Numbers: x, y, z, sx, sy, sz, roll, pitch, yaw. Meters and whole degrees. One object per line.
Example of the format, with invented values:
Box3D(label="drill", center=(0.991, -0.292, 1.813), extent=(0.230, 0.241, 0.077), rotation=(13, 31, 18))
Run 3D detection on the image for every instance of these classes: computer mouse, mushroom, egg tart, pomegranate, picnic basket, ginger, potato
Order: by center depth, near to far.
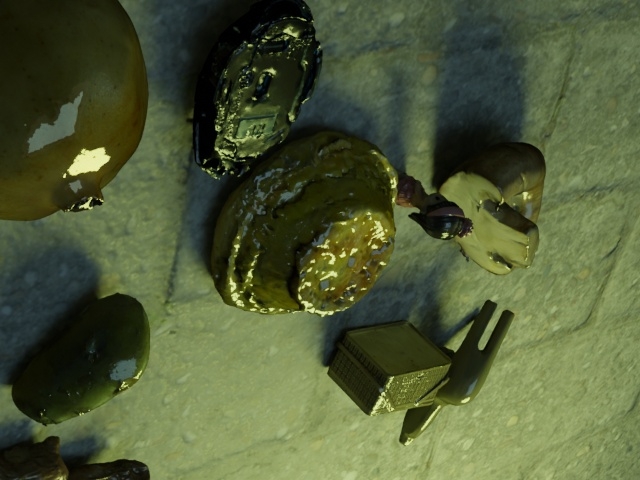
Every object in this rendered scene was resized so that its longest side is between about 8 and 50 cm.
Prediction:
Box3D(label="pomegranate", center=(-0.259, -0.132, 1.060), extent=(0.233, 0.233, 0.233), rotation=(-27, 139, -26))
Box3D(label="computer mouse", center=(-0.078, -0.171, 1.312), extent=(0.146, 0.077, 0.241), rotation=(-9, 133, -40))
Box3D(label="potato", center=(-0.274, 0.143, 1.388), extent=(0.188, 0.105, 0.085), rotation=(-35, 162, 3))
Box3D(label="ginger", center=(-0.338, 0.299, 1.496), extent=(0.290, 0.084, 0.122), rotation=(19, 87, -48))
Box3D(label="egg tart", center=(0.000, 0.000, 1.511), extent=(0.294, 0.123, 0.294), rotation=(-28, 141, -26))
Box3D(label="mushroom", center=(0.267, -0.067, 1.710), extent=(0.151, 0.156, 0.285), rotation=(-51, 157, -16))
Box3D(label="picnic basket", center=(0.103, 0.190, 1.795), extent=(0.164, 0.115, 0.079), rotation=(-4, 127, -43))

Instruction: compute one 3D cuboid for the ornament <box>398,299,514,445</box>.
Box3D(label="ornament", center=(0.205, 0.220, 1.921), extent=(0.245, 0.061, 0.230), rotation=(-61, -174, -11))

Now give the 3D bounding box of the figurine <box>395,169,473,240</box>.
Box3D(label="figurine", center=(0.142, -0.043, 1.608), extent=(0.072, 0.129, 0.054), rotation=(23, 101, -52))
